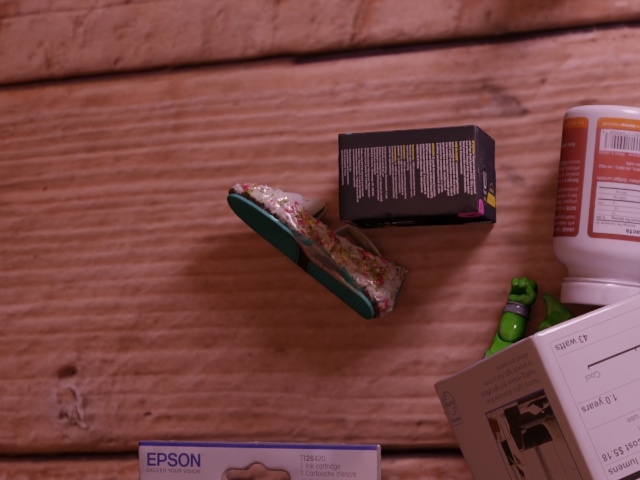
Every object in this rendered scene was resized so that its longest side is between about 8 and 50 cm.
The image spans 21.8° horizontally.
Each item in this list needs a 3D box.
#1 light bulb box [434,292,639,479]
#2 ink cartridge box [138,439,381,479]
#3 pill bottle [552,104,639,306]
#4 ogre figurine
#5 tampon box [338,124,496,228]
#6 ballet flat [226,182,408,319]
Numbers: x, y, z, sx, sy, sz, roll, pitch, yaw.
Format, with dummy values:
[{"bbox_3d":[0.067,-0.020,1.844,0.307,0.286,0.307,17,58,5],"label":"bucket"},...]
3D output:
[{"bbox_3d":[0.365,0.226,1.617,0.358,0.225,0.361,-18,81,-25],"label":"light bulb box"},{"bbox_3d":[-0.065,0.388,1.933,0.303,0.072,0.307,-1,84,18],"label":"ink cartridge box"},{"bbox_3d":[0.318,-0.035,1.821,0.121,0.121,0.216,5,88,17],"label":"pill bottle"},{"bbox_3d":[0.257,0.139,1.840,0.197,0.097,0.118,44,89,7],"label":"ogre figurine"},{"bbox_3d":[0.112,-0.070,1.883,0.161,0.120,0.101,-2,85,16],"label":"tampon box"},{"bbox_3d":[0.000,0.000,1.943,0.241,0.091,0.077,39,67,11],"label":"ballet flat"}]
